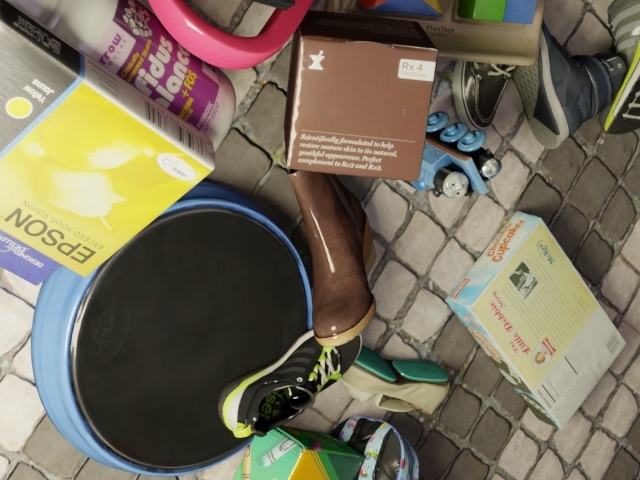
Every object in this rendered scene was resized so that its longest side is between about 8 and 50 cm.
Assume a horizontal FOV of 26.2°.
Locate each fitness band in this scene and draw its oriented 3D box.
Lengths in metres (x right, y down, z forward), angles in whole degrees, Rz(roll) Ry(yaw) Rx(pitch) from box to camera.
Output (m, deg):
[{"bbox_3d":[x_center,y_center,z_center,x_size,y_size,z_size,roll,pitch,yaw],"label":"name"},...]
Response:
[{"bbox_3d":[-0.105,-0.325,1.639,0.209,0.054,0.291,47,42,-18],"label":"fitness band"}]

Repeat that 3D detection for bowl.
[{"bbox_3d":[-0.177,0.119,1.765,0.391,0.077,0.391,-10,108,-34],"label":"bowl"}]

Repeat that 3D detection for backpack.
[{"bbox_3d":[0.072,0.345,1.963,0.117,0.158,0.173,24,76,-46],"label":"backpack"}]

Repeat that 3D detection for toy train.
[{"bbox_3d":[0.170,-0.110,1.890,0.105,0.184,0.080,-39,123,-9],"label":"toy train"}]

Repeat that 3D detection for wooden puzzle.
[{"bbox_3d":[0.180,-0.415,1.831,0.322,0.080,0.347,2,101,-20],"label":"wooden puzzle"}]

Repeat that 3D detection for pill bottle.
[{"bbox_3d":[-0.252,-0.202,1.567,0.301,0.169,0.169,37,80,-37],"label":"pill bottle"}]

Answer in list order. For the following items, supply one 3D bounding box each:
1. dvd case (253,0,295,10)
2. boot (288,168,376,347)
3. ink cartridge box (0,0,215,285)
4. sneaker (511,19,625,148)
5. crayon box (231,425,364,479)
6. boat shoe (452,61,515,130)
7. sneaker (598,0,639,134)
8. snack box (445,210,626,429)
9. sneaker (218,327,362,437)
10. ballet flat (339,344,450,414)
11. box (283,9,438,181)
[{"bbox_3d":[-0.120,-0.400,1.603,0.180,0.022,0.253,8,64,-45],"label":"dvd case"},{"bbox_3d":[0.000,0.000,1.796,0.206,0.090,0.248,62,23,-26],"label":"boot"},{"bbox_3d":[-0.330,-0.079,1.504,0.307,0.072,0.304,-40,129,21],"label":"ink cartridge box"},{"bbox_3d":[0.363,-0.272,2.039,0.163,0.086,0.226,-34,120,-23],"label":"sneaker"},{"bbox_3d":[-0.069,0.390,1.865,0.165,0.081,0.278,22,96,-56],"label":"crayon box"},{"bbox_3d":[0.241,-0.262,1.966,0.078,0.070,0.219,-7,106,-34],"label":"boat shoe"},{"bbox_3d":[0.494,-0.306,2.113,0.111,0.121,0.299,2,116,-38],"label":"sneaker"},{"bbox_3d":[0.343,0.129,2.149,0.187,0.060,0.322,-50,125,-15],"label":"snack box"},{"bbox_3d":[-0.023,0.192,1.785,0.235,0.097,0.084,-33,120,-25],"label":"sneaker"},{"bbox_3d":[0.087,0.204,1.981,0.248,0.086,0.086,20,90,-38],"label":"ballet flat"},{"bbox_3d":[0.044,-0.186,1.722,0.169,0.203,0.167,6,108,-4],"label":"box"}]
